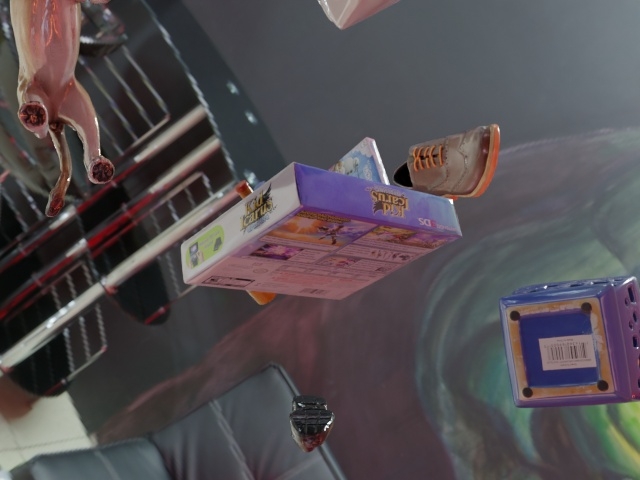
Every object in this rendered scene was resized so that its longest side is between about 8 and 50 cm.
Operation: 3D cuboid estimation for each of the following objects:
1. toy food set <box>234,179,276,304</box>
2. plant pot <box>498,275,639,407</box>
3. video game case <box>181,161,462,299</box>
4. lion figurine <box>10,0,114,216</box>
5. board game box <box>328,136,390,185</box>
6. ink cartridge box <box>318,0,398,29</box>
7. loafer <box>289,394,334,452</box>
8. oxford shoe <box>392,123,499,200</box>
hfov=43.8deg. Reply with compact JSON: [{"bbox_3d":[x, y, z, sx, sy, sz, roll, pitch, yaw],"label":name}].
[{"bbox_3d":[-0.085,-0.015,1.238,0.104,0.111,0.232,50,25,-24],"label":"toy food set"},{"bbox_3d":[0.457,0.189,1.443,0.212,0.236,0.236,4,78,-60],"label":"plant pot"},{"bbox_3d":[0.000,0.000,1.021,0.269,0.244,0.061,9,62,-40],"label":"video game case"},{"bbox_3d":[-0.325,-0.249,0.969,0.142,0.392,0.240,3,22,-32],"label":"lion figurine"},{"bbox_3d":[0.057,-0.092,1.190,0.020,0.090,0.090,13,51,-42],"label":"board game box"},{"bbox_3d":[0.042,-0.318,0.570,0.211,0.121,0.289,59,-17,1],"label":"ink cartridge box"},{"bbox_3d":[-0.012,0.258,1.085,0.170,0.062,0.061,-56,148,-88],"label":"loafer"},{"bbox_3d":[0.252,-0.151,1.624,0.364,0.133,0.130,138,-41,-71],"label":"oxford shoe"}]
